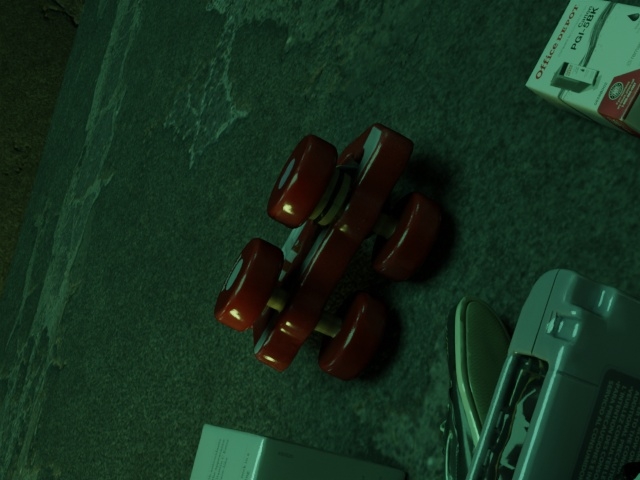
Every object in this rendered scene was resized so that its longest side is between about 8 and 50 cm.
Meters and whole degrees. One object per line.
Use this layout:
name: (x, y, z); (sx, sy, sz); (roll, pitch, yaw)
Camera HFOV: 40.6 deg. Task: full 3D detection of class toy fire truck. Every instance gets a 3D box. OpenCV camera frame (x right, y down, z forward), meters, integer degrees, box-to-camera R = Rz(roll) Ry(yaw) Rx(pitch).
toy fire truck: (0.000, 0.000, 1.004); (0.302, 0.169, 0.254); (-62, 13, 8)

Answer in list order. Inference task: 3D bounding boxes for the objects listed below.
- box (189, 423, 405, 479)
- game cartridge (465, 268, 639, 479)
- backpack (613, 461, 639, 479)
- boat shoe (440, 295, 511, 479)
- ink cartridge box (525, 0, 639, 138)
box: (-0.035, 0.288, 0.834); (0.119, 0.181, 0.181); (-6, 67, 54)
game cartridge: (0.176, 0.188, 0.556); (0.062, 0.198, 0.297); (11, 80, 58)
backpack: (0.232, 0.192, 0.484); (0.115, 0.182, 0.152); (4, 74, 58)
boat shoe: (0.132, 0.159, 0.754); (0.079, 0.084, 0.233); (-33, 48, 43)
ink cartridge box: (0.262, -0.157, 0.776); (0.099, 0.056, 0.135); (-63, 32, 9)
